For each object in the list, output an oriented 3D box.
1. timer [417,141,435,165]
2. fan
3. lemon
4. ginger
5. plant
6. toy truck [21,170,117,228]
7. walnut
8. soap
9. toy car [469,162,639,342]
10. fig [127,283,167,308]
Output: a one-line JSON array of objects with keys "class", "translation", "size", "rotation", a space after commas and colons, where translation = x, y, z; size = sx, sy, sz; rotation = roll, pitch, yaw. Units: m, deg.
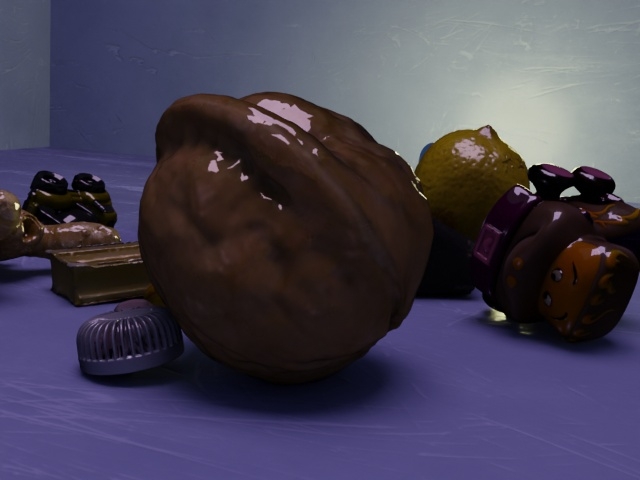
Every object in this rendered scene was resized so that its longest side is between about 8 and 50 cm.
[{"class": "timer", "translation": [0.340, -0.124, 2.141], "size": [0.232, 0.249, 0.091], "rotation": [12, 12, 41]}, {"class": "fan", "translation": [-0.249, 0.122, 1.101], "size": [0.130, 0.074, 0.244], "rotation": [-9, 7, -9]}, {"class": "lemon", "translation": [0.306, -0.095, 1.716], "size": [0.267, 0.267, 0.267], "rotation": [4, 10, -1]}, {"class": "ginger", "translation": [-0.589, -0.007, 1.453], "size": [0.348, 0.122, 0.363], "rotation": [-6, -2, 18]}, {"class": "plant", "translation": [0.175, 0.022, 1.556], "size": [0.256, 0.164, 0.142], "rotation": [15, 11, 0]}, {"class": "toy truck", "translation": [-0.529, -0.050, 1.787], "size": [0.165, 0.147, 0.224], "rotation": [36, 21, 24]}, {"class": "walnut", "translation": [-0.043, -0.011, 1.059], "size": [0.384, 0.383, 0.383], "rotation": [4, 10, -1]}, {"class": "soap", "translation": [-0.336, 0.052, 1.421], "size": [0.233, 0.076, 0.135], "rotation": [-5, 14, -36]}, {"class": "toy car", "translation": [0.429, 0.036, 1.374], "size": [0.341, 0.271, 0.240], "rotation": [-4, 31, -38]}, {"class": "fig", "translation": [-0.268, 0.091, 1.328], "size": [0.083, 0.050, 0.050], "rotation": [-19, 12, -1]}]
